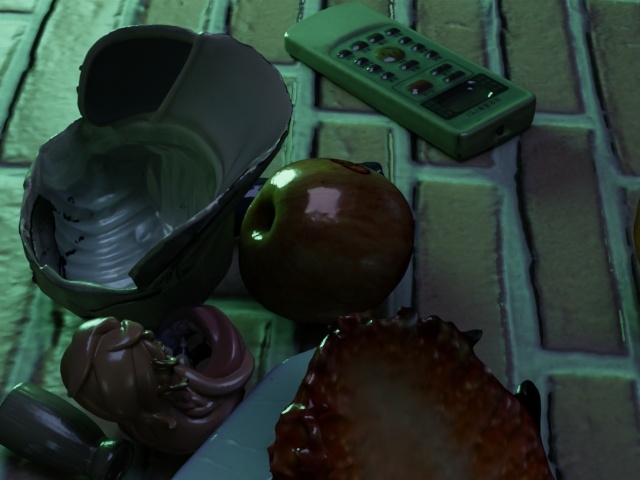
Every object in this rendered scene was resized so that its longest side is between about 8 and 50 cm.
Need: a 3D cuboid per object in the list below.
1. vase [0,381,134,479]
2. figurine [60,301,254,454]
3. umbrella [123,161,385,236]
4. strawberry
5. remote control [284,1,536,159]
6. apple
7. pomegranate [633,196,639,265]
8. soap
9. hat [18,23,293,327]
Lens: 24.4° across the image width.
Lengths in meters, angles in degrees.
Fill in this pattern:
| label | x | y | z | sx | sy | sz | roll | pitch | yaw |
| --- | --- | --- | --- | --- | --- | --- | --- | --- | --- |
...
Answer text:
| label | x | y | z | sx | sy | sz | roll | pitch | yaw |
| --- | --- | --- | --- | --- | --- | --- | --- | --- | --- |
| vase | -0.194 | 0.151 | 1.118 | 0.100 | 0.053 | 0.053 | 25 | 42 | 17 |
| figurine | -0.121 | 0.106 | 1.104 | 0.157 | 0.126 | 0.114 | 1 | 60 | -64 |
| umbrella | -0.060 | -0.028 | 1.357 | 0.248 | 0.071 | 0.071 | -10 | 40 | -12 |
| strawberry | 0.050 | 0.173 | 0.945 | 0.233 | 0.306 | 0.137 | -22 | 15 | -35 |
| remote control | 0.090 | -0.181 | 1.580 | 0.123 | 0.038 | 0.285 | -26 | 47 | -32 |
| apple | 0.000 | 0.000 | 1.253 | 0.131 | 0.146 | 0.146 | 17 | 28 | -34 |
| pomegranate | 0.366 | -0.007 | 1.251 | 0.209 | 0.209 | 0.209 | 3 | 38 | -2 |
| soap | 0.008 | 0.160 | 1.095 | 0.145 | 0.091 | 0.230 | 22 | 42 | 21 |
| hat | -0.126 | -0.046 | 1.222 | 0.161 | 0.275 | 0.232 | 15 | 41 | -47 |
